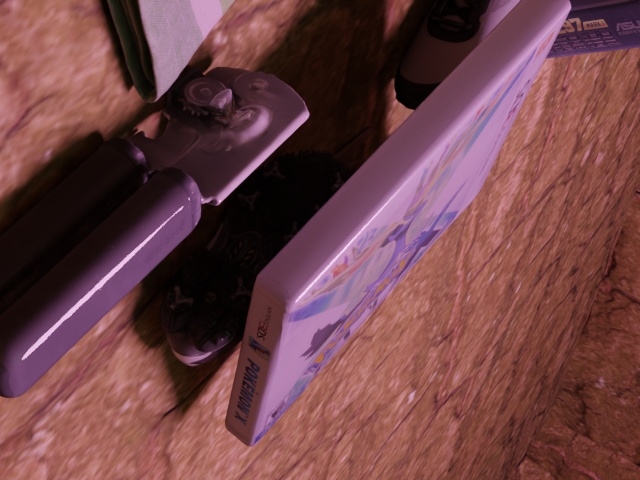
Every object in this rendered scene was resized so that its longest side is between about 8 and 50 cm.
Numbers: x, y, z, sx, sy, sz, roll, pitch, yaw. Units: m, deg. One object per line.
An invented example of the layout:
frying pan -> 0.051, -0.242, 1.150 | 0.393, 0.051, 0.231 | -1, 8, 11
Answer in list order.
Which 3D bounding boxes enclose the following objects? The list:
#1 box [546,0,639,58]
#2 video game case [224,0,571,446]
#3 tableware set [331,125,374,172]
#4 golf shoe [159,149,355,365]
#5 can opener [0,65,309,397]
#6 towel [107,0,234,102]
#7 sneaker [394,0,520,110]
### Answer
box -> 0.258, -0.249, 1.235 | 0.059, 0.232, 0.183 | 45, 67, -27
video game case -> 0.052, -0.009, 1.059 | 0.329, 0.036, 0.300 | -46, 168, -24
tableware set -> 0.000, 0.000, 1.162 | 0.194, 0.039, 0.128 | -43, 154, -46
golf shoe -> -0.049, 0.013, 1.017 | 0.198, 0.077, 0.094 | -45, 167, -26
can opener -> -0.108, -0.007, 0.804 | 0.283, 0.076, 0.095 | -47, 156, -35
towel -> -0.016, -0.259, 0.751 | 0.325, 0.038, 0.248 | -54, 161, -22
sneaker -> 0.142, -0.226, 1.169 | 0.271, 0.100, 0.108 | -55, 135, -10
